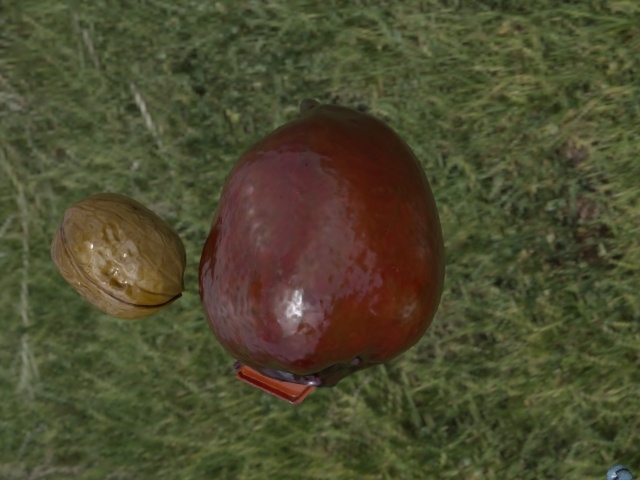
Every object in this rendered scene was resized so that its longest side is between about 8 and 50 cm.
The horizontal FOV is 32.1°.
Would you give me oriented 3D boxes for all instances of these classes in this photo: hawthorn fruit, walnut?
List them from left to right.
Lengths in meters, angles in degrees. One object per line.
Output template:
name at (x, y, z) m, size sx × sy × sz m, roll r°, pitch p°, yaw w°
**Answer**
walnut at (-0.251, 0.022, 1.397) m, size 0.180 × 0.144 × 0.144 m, roll 33°, pitch 138°, yaw -13°
hawthorn fruit at (0.008, 0.014, 1.220) m, size 0.295 × 0.295 × 0.311 m, roll 30°, pitch 111°, yaw 40°

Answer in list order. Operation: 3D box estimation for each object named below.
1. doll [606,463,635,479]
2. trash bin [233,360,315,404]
doll at (0.405, 0.355, 1.428) m, size 0.075 × 0.180 × 0.120 m, roll 26°, pitch 94°, yaw 55°
trash bin at (-0.028, 0.108, 1.681) m, size 0.161 × 0.238 × 0.184 m, roll 26°, pitch 138°, yaw -11°
